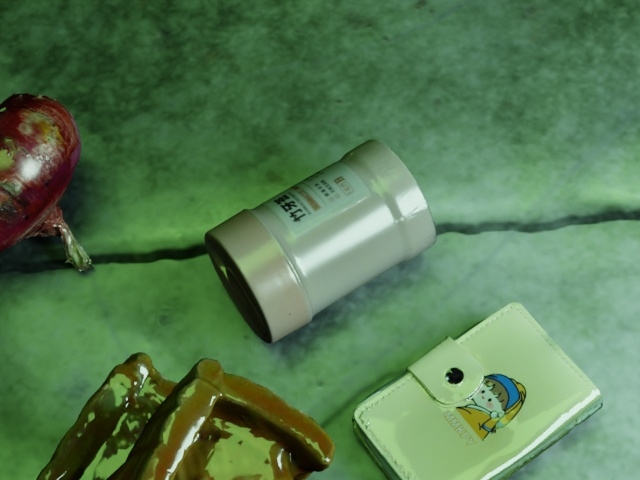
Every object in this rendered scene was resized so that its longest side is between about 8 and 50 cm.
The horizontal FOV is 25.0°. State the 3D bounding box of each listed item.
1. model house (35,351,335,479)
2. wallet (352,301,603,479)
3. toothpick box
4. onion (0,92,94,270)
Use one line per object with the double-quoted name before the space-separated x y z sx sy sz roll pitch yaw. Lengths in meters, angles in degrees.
"model house" -0.108 0.180 0.945 0.220 0.199 0.229 -12 61 -17
"wallet" 0.110 0.124 1.043 0.155 0.039 0.110 -33 64 -14
"toothpick box" 0.000 0.000 1.094 0.149 0.098 0.098 -30 60 -14
"onion" -0.226 -0.031 1.135 0.140 0.150 0.150 38 65 -9
